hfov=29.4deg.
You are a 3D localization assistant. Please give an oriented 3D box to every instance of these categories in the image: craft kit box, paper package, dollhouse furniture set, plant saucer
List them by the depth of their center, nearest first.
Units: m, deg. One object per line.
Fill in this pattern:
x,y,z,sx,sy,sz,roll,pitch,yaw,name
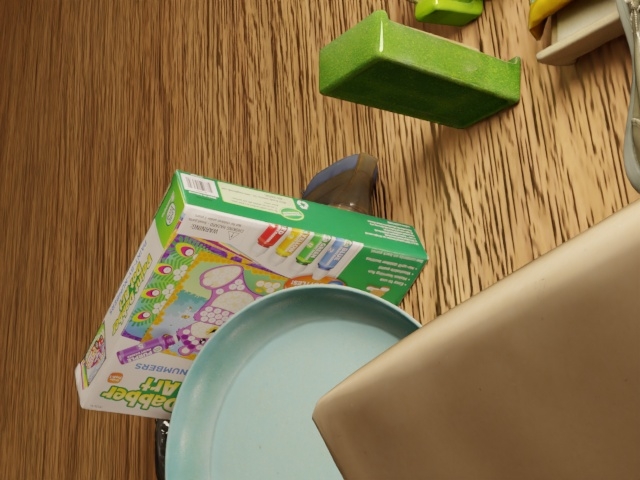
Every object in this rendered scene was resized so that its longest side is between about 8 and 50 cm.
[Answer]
0.197,0.133,0.582,0.325,0.168,0.309,-36,79,49,paper package
0.142,-0.237,0.973,0.301,0.151,0.197,-24,58,56,dollhouse furniture set
0.005,0.197,1.032,0.317,0.044,0.317,-4,82,32,plant saucer
-0.065,0.069,1.121,0.246,0.250,0.061,-58,35,32,craft kit box

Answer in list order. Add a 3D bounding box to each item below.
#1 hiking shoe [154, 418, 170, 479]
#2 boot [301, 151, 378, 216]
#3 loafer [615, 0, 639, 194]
-0.156,0.199,1.430,0.114,0.086,0.227,123,154,-57,hiking shoe
0.000,0.000,1.244,0.219,0.082,0.106,-44,20,52,boot
0.240,-0.144,0.775,0.087,0.094,0.251,87,-174,-62,loafer
